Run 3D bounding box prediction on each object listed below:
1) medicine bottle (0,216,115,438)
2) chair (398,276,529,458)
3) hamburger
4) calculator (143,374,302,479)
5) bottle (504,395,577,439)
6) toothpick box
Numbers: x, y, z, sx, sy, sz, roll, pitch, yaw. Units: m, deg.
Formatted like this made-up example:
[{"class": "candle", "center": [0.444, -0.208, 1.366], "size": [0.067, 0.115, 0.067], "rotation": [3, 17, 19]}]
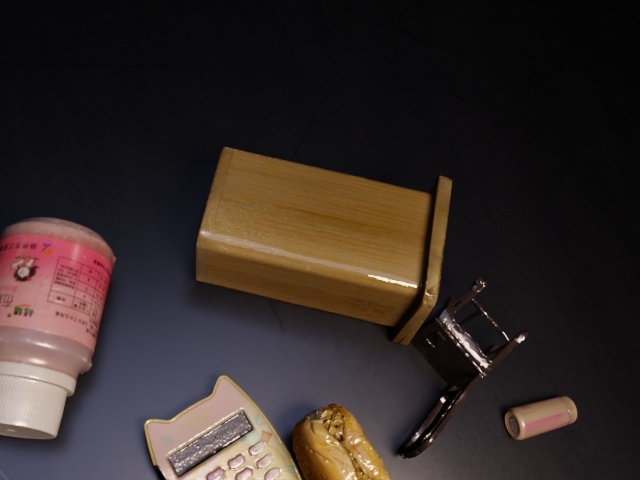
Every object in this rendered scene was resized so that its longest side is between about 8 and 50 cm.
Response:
[{"class": "medicine bottle", "center": [-0.338, 0.105, 0.911], "size": [0.147, 0.147, 0.247], "rotation": [11, 65, -9]}, {"class": "chair", "center": [0.161, 0.171, 1.024], "size": [0.229, 0.106, 0.113], "rotation": [-38, 81, -25]}, {"class": "hamburger", "center": [0.024, 0.275, 0.930], "size": [0.083, 0.138, 0.147], "rotation": [-26, 78, -17]}, {"class": "calculator", "center": [-0.111, 0.299, 0.947], "size": [0.157, 0.033, 0.236], "rotation": [-28, 79, -23]}, {"class": "bottle", "center": [0.308, 0.245, 1.063], "size": [0.096, 0.045, 0.045], "rotation": [-11, 71, -19]}, {"class": "toothpick box", "center": [0.000, 0.000, 1.024], "size": [0.308, 0.190, 0.187], "rotation": [13, 66, -3]}]
